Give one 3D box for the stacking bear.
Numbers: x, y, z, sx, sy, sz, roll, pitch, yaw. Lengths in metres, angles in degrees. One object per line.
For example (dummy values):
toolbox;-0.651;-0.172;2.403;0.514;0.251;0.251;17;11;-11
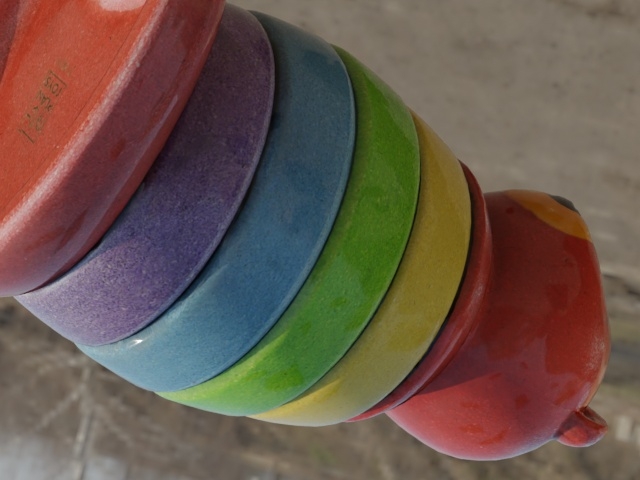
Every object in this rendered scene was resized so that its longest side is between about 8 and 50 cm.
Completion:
stacking bear;0.000;0.000;0.700;0.289;0.164;0.175;27;-174;-30
